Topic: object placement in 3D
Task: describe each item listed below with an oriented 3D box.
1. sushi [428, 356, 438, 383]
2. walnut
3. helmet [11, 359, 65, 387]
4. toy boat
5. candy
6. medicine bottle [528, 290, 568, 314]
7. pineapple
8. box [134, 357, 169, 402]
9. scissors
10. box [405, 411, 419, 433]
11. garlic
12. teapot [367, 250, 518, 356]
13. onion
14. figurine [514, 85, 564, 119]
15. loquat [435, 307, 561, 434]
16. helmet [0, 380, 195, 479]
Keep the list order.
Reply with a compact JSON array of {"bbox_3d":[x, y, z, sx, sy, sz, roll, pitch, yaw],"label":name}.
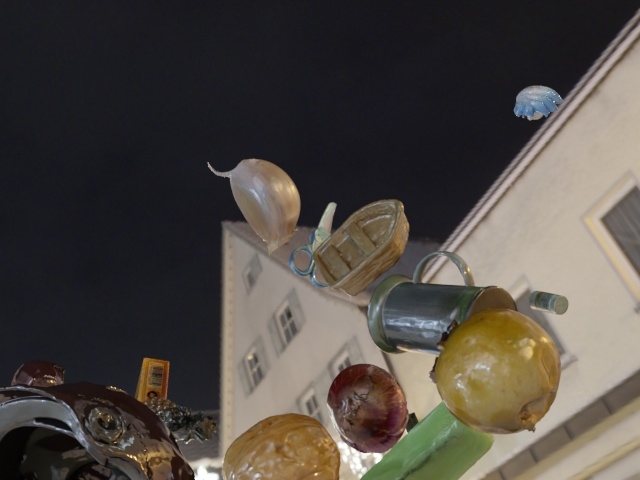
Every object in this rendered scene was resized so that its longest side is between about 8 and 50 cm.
[{"bbox_3d":[0.462,0.384,2.332,0.241,0.161,0.107,-14,-43,-4],"label":"sushi"},{"bbox_3d":[-0.073,0.425,1.282,0.222,0.195,0.195,-22,-30,-25],"label":"walnut"},{"bbox_3d":[-0.517,0.261,1.245,0.070,0.098,0.123,31,-14,-27],"label":"helmet"},{"bbox_3d":[0.083,0.007,1.220,0.188,0.116,0.061,-42,-49,7],"label":"toy boat"},{"bbox_3d":[0.235,0.503,1.557,0.343,0.132,0.142,-46,-54,13],"label":"candy"},{"bbox_3d":[0.531,0.145,1.605,0.047,0.047,0.083,-4,7,-26],"label":"medicine bottle"},{"bbox_3d":[-0.224,0.280,1.062,0.159,0.074,0.074,-5,-15,43],"label":"pineapple"},{"bbox_3d":[-0.458,0.462,1.820,0.076,0.274,0.174,10,-67,-14],"label":"box"},{"bbox_3d":[0.000,0.000,1.729,0.125,0.256,0.030,32,-42,-18],"label":"scissors"},{"bbox_3d":[0.253,0.520,1.764,0.041,0.207,0.049,-19,-69,0],"label":"box"},{"bbox_3d":[-0.141,-0.117,1.538,0.148,0.266,0.128,-36,-16,7],"label":"garlic"},{"bbox_3d":[0.293,0.160,1.609,0.201,0.270,0.337,0,0,-38],"label":"teapot"},{"bbox_3d":[0.106,0.432,1.741,0.230,0.230,0.163,-39,-14,25],"label":"onion"},{"bbox_3d":[0.490,-0.306,1.540,0.114,0.114,0.079,-11,-66,-16],"label":"figurine"},{"bbox_3d":[0.318,0.234,1.269,0.244,0.243,0.243,-15,-33,-10],"label":"loquat"},{"bbox_3d":[-0.272,0.275,0.823,0.225,0.305,0.177,-35,-1,22],"label":"helmet"}]
